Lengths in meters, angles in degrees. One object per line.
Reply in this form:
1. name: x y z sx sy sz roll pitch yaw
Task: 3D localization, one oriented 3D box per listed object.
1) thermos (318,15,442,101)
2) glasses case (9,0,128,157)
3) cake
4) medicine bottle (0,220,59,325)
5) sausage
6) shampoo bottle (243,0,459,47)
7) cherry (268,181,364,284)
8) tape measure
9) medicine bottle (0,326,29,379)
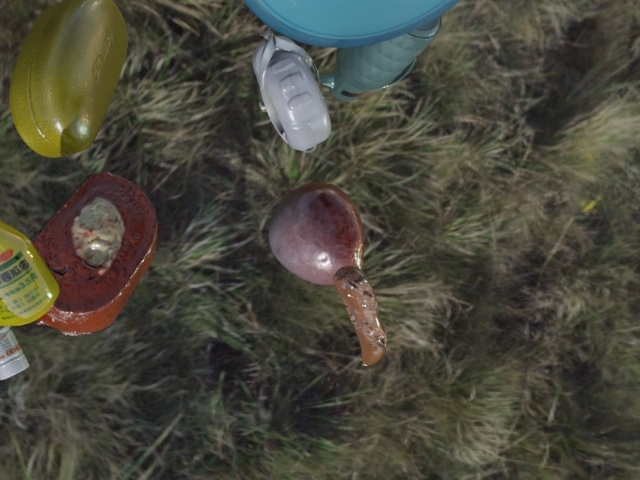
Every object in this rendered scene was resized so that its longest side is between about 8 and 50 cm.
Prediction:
1. thermos: 0.125 -0.391 1.418 0.182 0.286 0.145 0 69 -28
2. glasses case: -0.481 -0.345 1.356 0.173 0.141 0.371 52 35 -49
3. cake: -0.390 0.030 1.187 0.177 0.151 0.283 34 60 -3
4. medicine bottle: -0.416 0.000 0.852 0.095 0.064 0.261 -28 132 -16
5. sausage: 0.050 0.090 0.802 0.036 0.042 0.158 -69 152 -43
6. shampoo bottle: 0.008 -0.444 0.731 0.331 0.331 0.343 -4 55 -29
7. cherry: -0.008 -0.007 1.627 0.206 0.239 0.239 25 68 -40
8. tape measure: -0.051 -0.262 1.268 0.120 0.236 0.197 -25 72 -2
9. medicine bottle: -0.581 0.205 1.269 0.057 0.057 0.089 -27 96 -30
